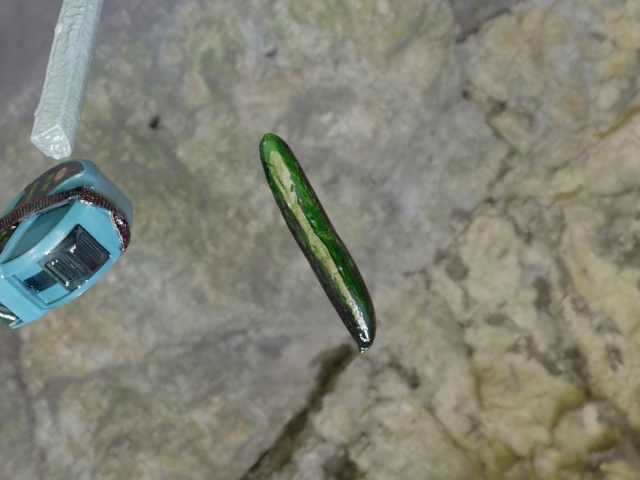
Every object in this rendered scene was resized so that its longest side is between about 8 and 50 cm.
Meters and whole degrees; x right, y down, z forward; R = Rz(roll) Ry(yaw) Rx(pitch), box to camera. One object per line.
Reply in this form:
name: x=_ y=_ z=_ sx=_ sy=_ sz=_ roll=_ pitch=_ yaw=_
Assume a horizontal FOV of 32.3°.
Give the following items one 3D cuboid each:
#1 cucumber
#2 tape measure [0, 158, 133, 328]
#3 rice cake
cucumber: x=0.000 y=0.000 z=0.851 sx=0.033 sy=0.184 sz=0.036 roll=-30 pitch=176 yaw=12
tape measure: x=-0.218 y=-0.005 z=0.905 sx=0.146 sy=0.081 sz=0.125 roll=-26 pitch=-147 yaw=24
rice cake: x=-0.207 y=-0.147 z=0.912 sx=0.033 sy=0.029 sz=0.171 roll=56 pitch=37 yaw=-60
